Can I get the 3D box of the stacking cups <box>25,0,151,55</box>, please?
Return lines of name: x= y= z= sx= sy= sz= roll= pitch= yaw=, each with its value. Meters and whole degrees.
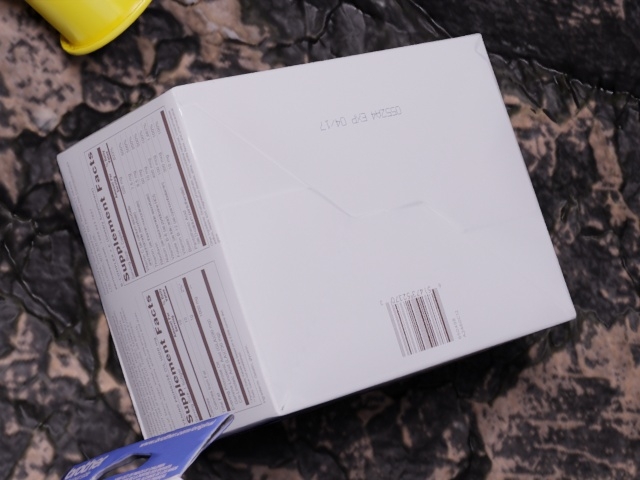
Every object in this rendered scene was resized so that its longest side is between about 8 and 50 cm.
stacking cups: x=-0.224 y=-0.242 z=1.114 sx=0.316 sy=0.096 sz=0.096 roll=43 pitch=53 yaw=-32

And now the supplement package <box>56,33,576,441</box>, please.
supplement package: x=0.000 y=0.000 z=1.215 sx=0.262 sy=0.145 sz=0.204 roll=-14 pitch=85 yaw=-40

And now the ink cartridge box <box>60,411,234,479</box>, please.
ink cartridge box: x=-0.155 y=0.231 z=0.992 sx=0.065 sy=0.186 sz=0.311 roll=44 pitch=53 yaw=-15
